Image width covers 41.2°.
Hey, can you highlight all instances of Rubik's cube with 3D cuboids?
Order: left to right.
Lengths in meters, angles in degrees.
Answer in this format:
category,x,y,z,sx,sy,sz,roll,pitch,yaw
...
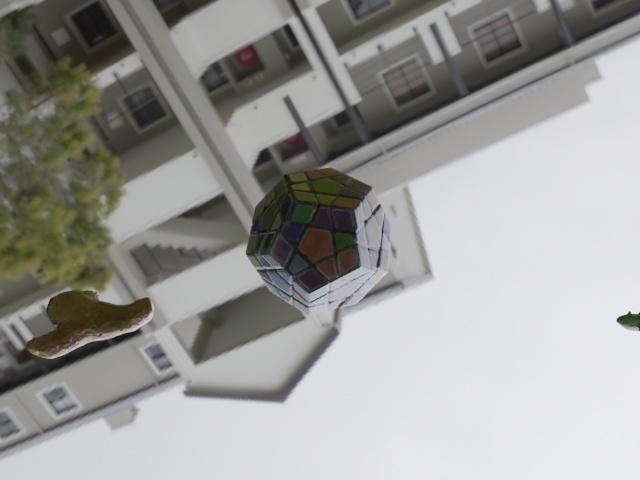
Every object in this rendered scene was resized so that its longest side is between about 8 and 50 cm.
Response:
category,x,y,z,sx,sy,sz,roll,pitch,yaw
Rubik's cube,0.000,0.000,0.634,0.111,0.093,0.111,-41,-145,37

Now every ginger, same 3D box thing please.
category,x,y,z,sx,sy,sz,roll,pitch,yaw
ginger,-0.174,0.059,0.644,0.097,0.030,0.048,-19,-122,-9

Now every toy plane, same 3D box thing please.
category,x,y,z,sx,sy,sz,roll,pitch,yaw
toy plane,0.416,0.104,1.072,0.083,0.033,0.080,11,-146,7
